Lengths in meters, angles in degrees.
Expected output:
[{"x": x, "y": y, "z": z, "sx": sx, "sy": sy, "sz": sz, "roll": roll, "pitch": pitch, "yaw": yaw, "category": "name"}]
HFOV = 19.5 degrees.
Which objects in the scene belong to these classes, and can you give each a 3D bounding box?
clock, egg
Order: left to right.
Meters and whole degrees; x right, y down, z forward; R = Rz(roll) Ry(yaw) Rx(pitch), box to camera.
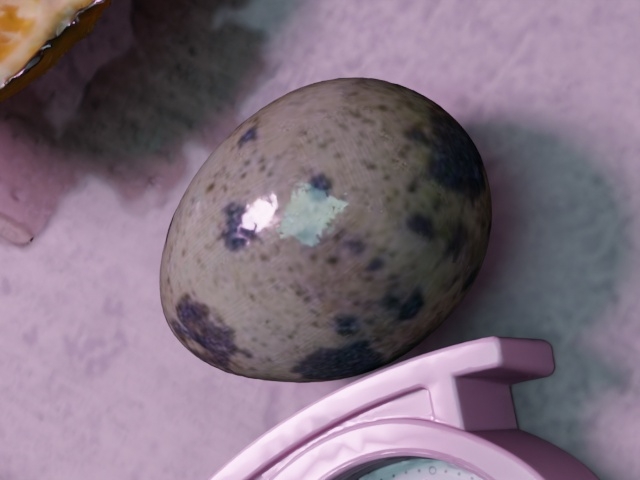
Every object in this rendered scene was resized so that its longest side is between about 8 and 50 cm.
[{"x": 0.000, "y": 0.000, "z": 0.924, "sx": 0.181, "sy": 0.141, "sz": 0.141, "roll": -34, "pitch": 71, "yaw": 18, "category": "egg"}, {"x": 0.029, "y": 0.223, "z": 0.920, "sx": 0.290, "sy": 0.080, "sz": 0.275, "roll": -31, "pitch": 72, "yaw": 20, "category": "clock"}]

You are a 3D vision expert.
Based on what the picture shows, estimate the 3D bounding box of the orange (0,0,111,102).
[{"x": -0.220, "y": -0.193, "z": 0.996, "sx": 0.274, "sy": 0.274, "sz": 0.310, "roll": 24, "pitch": 52, "yaw": 26, "category": "orange"}]
